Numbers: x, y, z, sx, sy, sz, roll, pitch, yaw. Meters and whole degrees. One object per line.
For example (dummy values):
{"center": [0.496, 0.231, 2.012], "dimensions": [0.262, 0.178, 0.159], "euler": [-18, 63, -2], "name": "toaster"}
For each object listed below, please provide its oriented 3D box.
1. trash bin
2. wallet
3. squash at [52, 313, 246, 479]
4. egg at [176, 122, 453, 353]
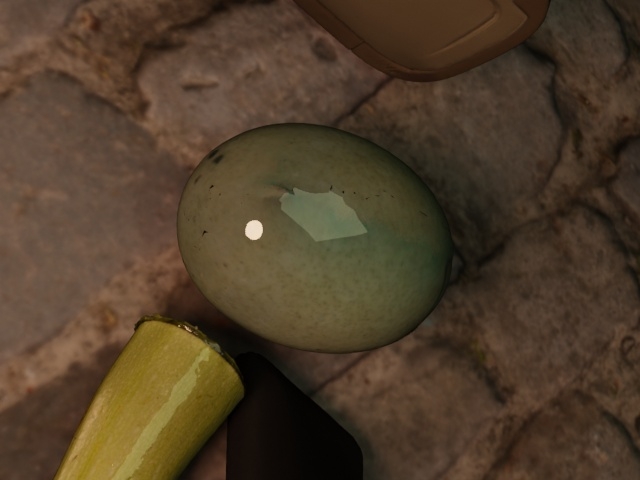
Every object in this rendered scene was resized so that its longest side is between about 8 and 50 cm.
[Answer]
{"center": [0.090, -0.302, 1.181], "dimensions": [0.220, 0.219, 0.250], "euler": [40, 48, -27], "name": "trash bin"}
{"center": [-0.011, 0.190, 0.976], "dimensions": [0.149, 0.044, 0.250], "euler": [44, 19, -23], "name": "wallet"}
{"center": [-0.139, 0.167, 0.927], "dimensions": [0.094, 0.094, 0.224], "euler": [42, 60, -23], "name": "squash"}
{"center": [0.000, 0.000, 1.031], "dimensions": [0.236, 0.169, 0.169], "euler": [15, 67, -35], "name": "egg"}
